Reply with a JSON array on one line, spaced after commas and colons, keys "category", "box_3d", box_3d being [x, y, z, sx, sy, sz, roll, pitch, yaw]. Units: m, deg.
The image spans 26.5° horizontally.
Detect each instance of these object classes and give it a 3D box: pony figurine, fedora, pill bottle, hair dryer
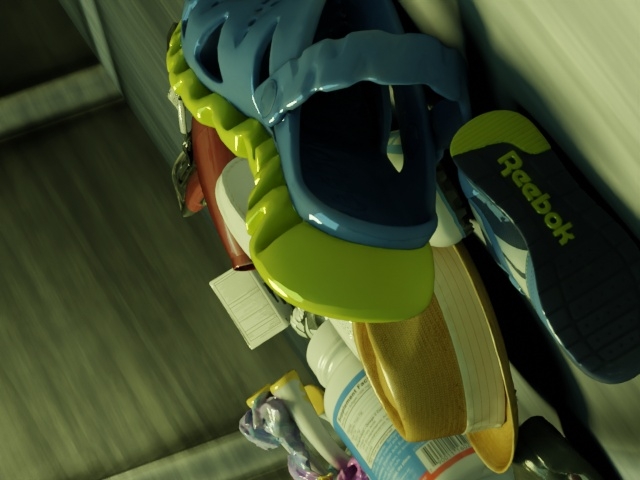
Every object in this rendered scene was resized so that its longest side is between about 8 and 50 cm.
[{"category": "pony figurine", "box_3d": [0.054, 0.320, 1.727, 0.363, 0.303, 0.351, 54, -155, 1]}, {"category": "fedora", "box_3d": [0.072, 0.076, 0.944, 0.194, 0.079, 0.194, 163, 90, -81]}, {"category": "pill bottle", "box_3d": [0.080, 0.161, 1.236, 0.221, 0.124, 0.124, 52, 171, 40]}, {"category": "hair dryer", "box_3d": [-0.099, -0.074, 1.418, 0.293, 0.080, 0.224, -114, 19, -49]}]

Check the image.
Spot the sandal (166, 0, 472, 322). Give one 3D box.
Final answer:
[{"category": "sandal", "box_3d": [0.003, -0.092, 0.763, 0.317, 0.126, 0.138, 57, 134, 50]}]

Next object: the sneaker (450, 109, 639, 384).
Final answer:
[{"category": "sneaker", "box_3d": [0.112, 0.006, 0.642, 0.059, 0.053, 0.144, 74, 171, -64]}]

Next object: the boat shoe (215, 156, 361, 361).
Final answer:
[{"category": "boat shoe", "box_3d": [0.000, 0.000, 1.216, 0.277, 0.098, 0.096, 43, 166, 28]}]

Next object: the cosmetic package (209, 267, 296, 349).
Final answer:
[{"category": "cosmetic package", "box_3d": [-0.062, 0.064, 1.742, 0.099, 0.060, 0.239, 59, -167, 0]}]

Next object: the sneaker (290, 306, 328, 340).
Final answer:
[{"category": "sneaker", "box_3d": [0.019, 0.103, 1.575, 0.106, 0.078, 0.234, 58, 171, 14]}]

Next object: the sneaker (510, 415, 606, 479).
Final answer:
[{"category": "sneaker", "box_3d": [0.161, 0.268, 0.988, 0.281, 0.162, 0.106, 61, 172, -30]}]

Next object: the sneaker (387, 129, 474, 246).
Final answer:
[{"category": "sneaker", "box_3d": [0.026, -0.034, 0.894, 0.085, 0.086, 0.237, 61, 167, -21]}]
